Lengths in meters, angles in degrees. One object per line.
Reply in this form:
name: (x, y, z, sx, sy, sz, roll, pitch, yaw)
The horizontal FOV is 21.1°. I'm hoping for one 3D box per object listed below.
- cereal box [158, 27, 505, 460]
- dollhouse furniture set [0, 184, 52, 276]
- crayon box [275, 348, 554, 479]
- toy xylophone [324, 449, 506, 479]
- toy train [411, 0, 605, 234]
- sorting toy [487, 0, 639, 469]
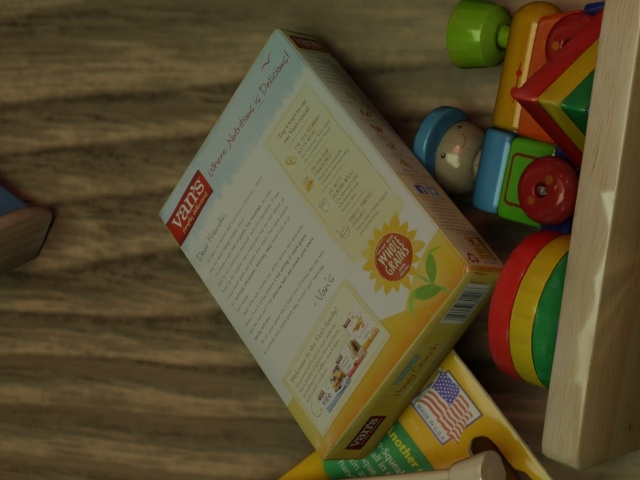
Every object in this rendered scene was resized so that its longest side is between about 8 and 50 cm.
cereal box: (0.000, 0.000, 1.132, 0.173, 0.047, 0.240, -54, 53, 27)
dollhouse furniture set: (-0.296, -0.122, 1.166, 0.198, 0.286, 0.303, 34, 122, 16)
crayon box: (0.048, 0.234, 1.184, 0.323, 0.083, 0.203, -41, 82, 25)
toy xylophone: (0.042, 0.263, 1.084, 0.323, 0.081, 0.236, -19, 90, 35)
toy train: (0.142, -0.129, 1.080, 0.143, 0.105, 0.248, 17, 101, 39)
sorting toy: (0.194, -0.025, 0.987, 0.089, 0.255, 0.257, 16, 106, 37)
